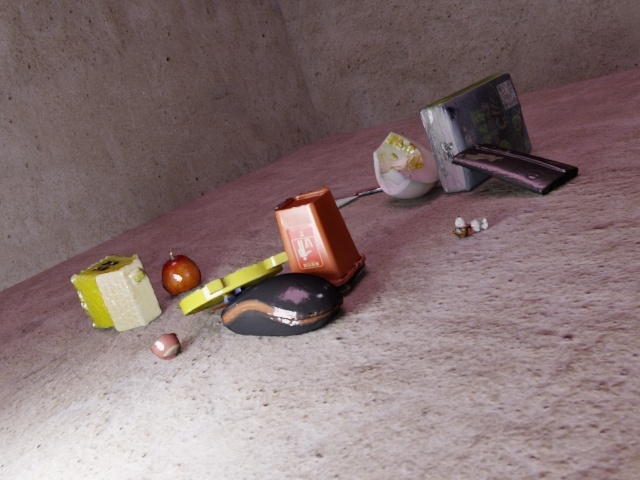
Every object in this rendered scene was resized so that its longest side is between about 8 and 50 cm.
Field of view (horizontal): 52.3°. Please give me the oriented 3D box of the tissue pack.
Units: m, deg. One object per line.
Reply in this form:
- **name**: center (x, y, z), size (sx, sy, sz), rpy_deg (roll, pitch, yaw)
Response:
- **tissue pack**: center (0.512, -0.356, 2.113), size (0.394, 0.288, 0.124), rpy_deg (-31, 16, -37)

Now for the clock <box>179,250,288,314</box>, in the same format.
- **clock**: center (-0.220, 0.127, 1.664), size (0.277, 0.071, 0.293), rpy_deg (-23, -4, -24)

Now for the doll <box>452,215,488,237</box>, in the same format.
- **doll**: center (0.372, -0.032, 1.626), size (0.085, 0.058, 0.040), rpy_deg (9, -23, 1)

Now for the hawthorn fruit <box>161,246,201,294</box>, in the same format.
- **hawthorn fruit**: center (-0.440, 0.104, 2.019), size (0.125, 0.140, 0.125), rpy_deg (-50, 13, 16)

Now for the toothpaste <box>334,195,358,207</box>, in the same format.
- **toothpaste**: center (0.003, -0.112, 2.354), size (0.314, 0.058, 0.056), rpy_deg (-25, -28, -35)

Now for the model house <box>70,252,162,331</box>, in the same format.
- **model house**: center (-0.569, 0.152, 1.873), size (0.234, 0.193, 0.175), rpy_deg (1, 25, 47)

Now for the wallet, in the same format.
- **wallet**: center (0.548, -0.217, 1.857), size (0.170, 0.044, 0.321), rpy_deg (-28, 37, -30)

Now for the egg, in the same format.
- **egg**: center (0.278, -0.214, 2.157), size (0.206, 0.162, 0.271), rpy_deg (15, 40, -19)

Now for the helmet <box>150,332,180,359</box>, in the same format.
- **helmet**: center (-0.351, 0.251, 1.516), size (0.065, 0.049, 0.084), rpy_deg (-50, -16, 6)

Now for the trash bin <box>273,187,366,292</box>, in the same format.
- **trash bin**: center (0.000, 0.000, 1.591), size (0.161, 0.239, 0.184), rpy_deg (-11, 16, 31)

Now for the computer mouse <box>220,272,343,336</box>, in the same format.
- **computer mouse**: center (-0.094, 0.137, 1.475), size (0.323, 0.116, 0.183), rpy_deg (-8, 14, 40)

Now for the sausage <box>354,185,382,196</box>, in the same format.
- **sausage**: center (0.215, -0.191, 2.408), size (0.198, 0.025, 0.028), rpy_deg (-14, 1, 20)
